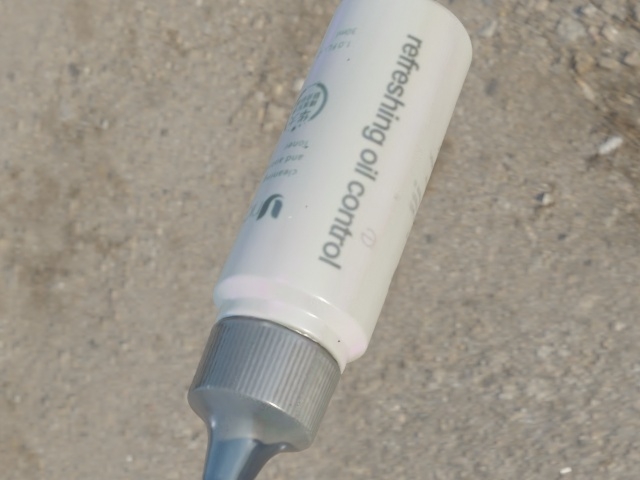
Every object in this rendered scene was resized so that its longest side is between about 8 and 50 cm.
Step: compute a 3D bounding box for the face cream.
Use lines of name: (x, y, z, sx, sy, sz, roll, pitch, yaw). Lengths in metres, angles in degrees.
face cream: (0.000, 0.000, 0.720, 0.092, 0.092, 0.311, 2, 57, 35)
